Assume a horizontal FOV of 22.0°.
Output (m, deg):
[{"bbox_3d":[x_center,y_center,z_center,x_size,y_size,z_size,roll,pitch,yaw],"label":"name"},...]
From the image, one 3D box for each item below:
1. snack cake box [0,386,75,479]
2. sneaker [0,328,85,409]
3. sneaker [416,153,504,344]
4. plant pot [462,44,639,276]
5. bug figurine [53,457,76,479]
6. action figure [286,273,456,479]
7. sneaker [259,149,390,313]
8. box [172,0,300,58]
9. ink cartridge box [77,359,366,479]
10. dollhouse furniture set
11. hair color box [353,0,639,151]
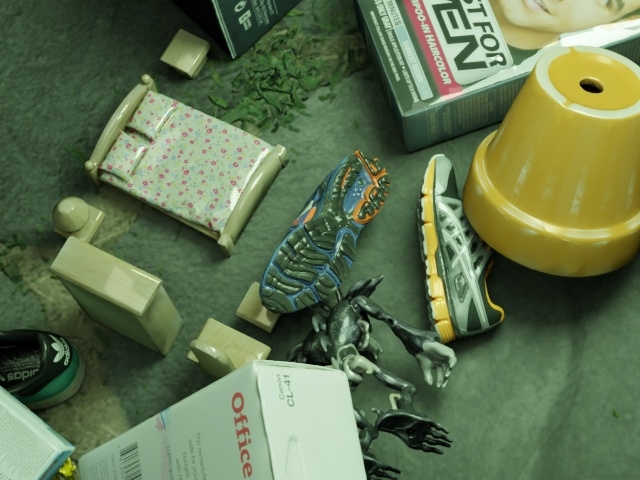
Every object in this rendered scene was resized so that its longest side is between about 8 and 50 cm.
[{"bbox_3d":[-0.398,0.273,1.707,0.152,0.089,0.264,39,87,5],"label":"snack cake box"},{"bbox_3d":[-0.419,0.153,1.827,0.302,0.121,0.108,-16,70,1],"label":"sneaker"},{"bbox_3d":[0.153,0.008,1.843,0.083,0.084,0.214,-7,79,1],"label":"sneaker"},{"bbox_3d":[0.271,-0.097,1.765,0.205,0.188,0.205,7,41,-6],"label":"plant pot"},{"bbox_3d":[-0.334,0.355,1.771,0.216,0.072,0.279,-11,75,9],"label":"bug figurine"},{"bbox_3d":[0.051,0.151,1.770,0.164,0.141,0.275,-42,31,16],"label":"action figure"},{"bbox_3d":[0.000,0.000,1.842,0.083,0.087,0.221,43,60,-9],"label":"sneaker"},{"bbox_3d":[-0.075,-0.474,1.963,0.395,0.212,0.293,-43,72,-9],"label":"box"},{"bbox_3d":[-0.097,0.278,1.659,0.306,0.131,0.226,-29,63,40],"label":"ink cartridge box"},{"bbox_3d":[-0.130,-0.058,1.844,0.303,0.174,0.355,26,76,14],"label":"dollhouse furniture set"},{"bbox_3d":[0.243,-0.260,1.906,0.374,0.113,0.185,-19,69,-1],"label":"hair color box"}]
